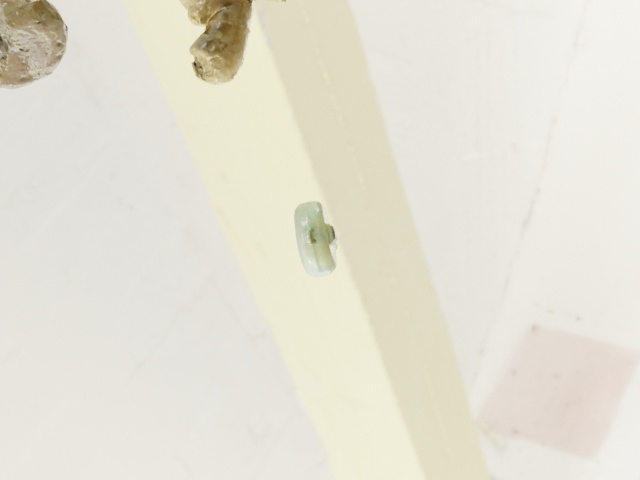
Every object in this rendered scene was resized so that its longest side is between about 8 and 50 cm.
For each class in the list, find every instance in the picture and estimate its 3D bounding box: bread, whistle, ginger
[{"bbox_3d":[-0.297,-0.205,1.161,0.082,0.060,0.113,-5,-36,-37],"label":"bread"},{"bbox_3d":[0.000,0.000,1.948,0.258,0.067,0.126,36,-136,-84],"label":"whistle"},{"bbox_3d":[-0.101,-0.361,1.539,0.334,0.148,0.081,-57,-14,-15],"label":"ginger"}]
